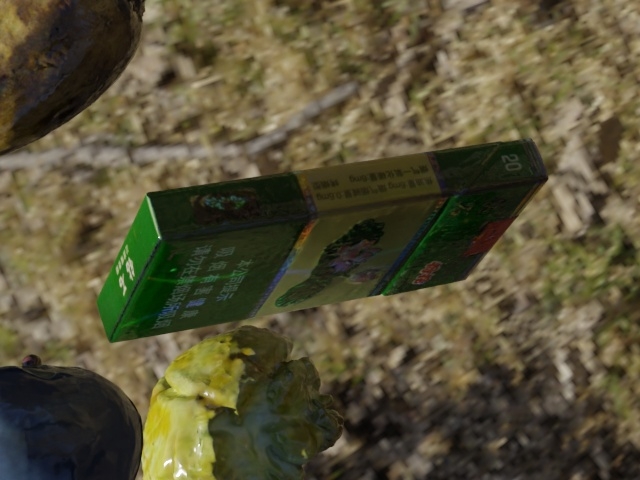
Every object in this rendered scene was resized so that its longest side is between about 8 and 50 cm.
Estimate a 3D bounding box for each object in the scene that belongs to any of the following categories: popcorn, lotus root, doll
[{"bbox_3d":[-0.090,0.195,1.901,0.184,0.204,0.221,25,93,-14],"label":"popcorn"},{"bbox_3d":[-0.272,-0.170,1.737,0.314,0.169,0.141,-43,100,-3],"label":"lotus root"},{"bbox_3d":[-0.254,0.175,1.454,0.258,0.228,0.154,-43,54,40],"label":"doll"}]

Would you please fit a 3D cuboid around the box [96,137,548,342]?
[{"bbox_3d":[0.000,0.000,1.050,0.034,0.235,0.132,70,153,22],"label":"box"}]
